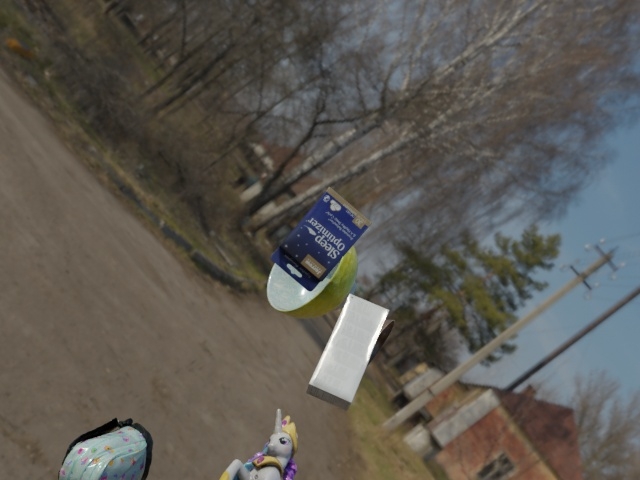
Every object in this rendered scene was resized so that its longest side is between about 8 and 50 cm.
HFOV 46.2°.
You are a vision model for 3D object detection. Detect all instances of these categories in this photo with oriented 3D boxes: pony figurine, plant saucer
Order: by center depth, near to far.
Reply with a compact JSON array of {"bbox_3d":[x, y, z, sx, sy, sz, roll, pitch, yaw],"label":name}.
[{"bbox_3d":[-0.096,0.609,1.712,0.363,0.303,0.350,-39,112,-65],"label":"pony figurine"},{"bbox_3d":[0.129,0.264,1.897,0.029,0.168,0.168,33,-6,15],"label":"plant saucer"}]

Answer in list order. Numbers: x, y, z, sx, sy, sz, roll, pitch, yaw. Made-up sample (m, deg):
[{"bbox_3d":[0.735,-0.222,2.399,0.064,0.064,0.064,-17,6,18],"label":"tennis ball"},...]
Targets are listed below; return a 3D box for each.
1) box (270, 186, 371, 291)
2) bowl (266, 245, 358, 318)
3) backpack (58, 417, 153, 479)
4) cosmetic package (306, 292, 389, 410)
[{"bbox_3d":[0.000,0.000,1.807,0.136,0.225,0.036,40,-3,-1],"label":"box"},{"bbox_3d":[0.007,0.109,2.085,0.156,0.289,0.289,40,7,-32],"label":"bowl"},{"bbox_3d":[-0.415,0.438,1.462,0.115,0.151,0.182,11,3,29],"label":"backpack"},{"bbox_3d":[0.060,0.239,1.625,0.099,0.239,0.060,24,-33,5],"label":"cosmetic package"}]
